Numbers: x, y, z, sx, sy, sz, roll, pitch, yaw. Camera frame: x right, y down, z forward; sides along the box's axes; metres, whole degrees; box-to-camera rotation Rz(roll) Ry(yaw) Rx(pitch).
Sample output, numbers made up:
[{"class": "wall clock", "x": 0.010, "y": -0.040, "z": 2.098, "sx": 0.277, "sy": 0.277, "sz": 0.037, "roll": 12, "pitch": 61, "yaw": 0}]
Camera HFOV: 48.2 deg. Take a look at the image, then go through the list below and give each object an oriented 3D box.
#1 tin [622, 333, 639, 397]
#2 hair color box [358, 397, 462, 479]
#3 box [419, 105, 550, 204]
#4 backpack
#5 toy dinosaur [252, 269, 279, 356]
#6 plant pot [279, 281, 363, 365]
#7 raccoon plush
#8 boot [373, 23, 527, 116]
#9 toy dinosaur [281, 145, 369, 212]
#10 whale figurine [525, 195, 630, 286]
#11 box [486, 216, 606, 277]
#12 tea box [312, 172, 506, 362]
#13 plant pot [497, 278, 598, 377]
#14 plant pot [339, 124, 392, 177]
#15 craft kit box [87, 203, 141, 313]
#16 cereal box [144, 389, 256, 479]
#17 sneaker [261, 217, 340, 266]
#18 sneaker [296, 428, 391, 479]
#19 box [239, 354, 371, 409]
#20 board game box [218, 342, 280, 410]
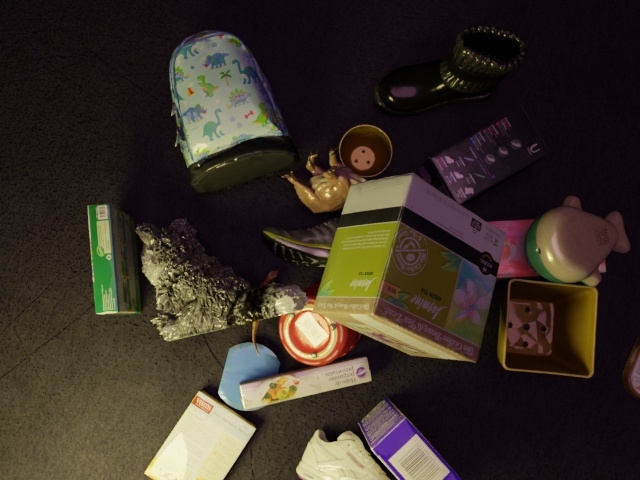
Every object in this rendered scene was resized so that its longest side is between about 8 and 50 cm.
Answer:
[{"class": "tin", "x": 0.845, "y": 0.314, "z": 1.829, "sx": 0.106, "sy": 0.040, "sz": 0.190, "roll": 25, "pitch": 84, "yaw": 5}, {"class": "hair color box", "x": 0.194, "y": 0.480, "z": 1.638, "sx": 0.110, "sy": 0.339, "sz": 0.185, "roll": -42, "pitch": 87, "yaw": -3}, {"class": "box", "x": 0.407, "y": -0.197, "z": 1.804, "sx": 0.270, "sy": 0.165, "sz": 0.143, "roll": -30, "pitch": 85, "yaw": -4}, {"class": "backpack", "x": -0.239, "y": -0.340, "z": 1.779, "sx": 0.290, "sy": 0.273, "sz": 0.356, "roll": -15, "pitch": 72, "yaw": 3}, {"class": "toy dinosaur", "x": -0.155, "y": 0.171, "z": 1.776, "sx": 0.064, "sy": 0.112, "sz": 0.212, "roll": 12, "pitch": 90, "yaw": -5}, {"class": "plant pot", "x": -0.001, "y": 0.203, "z": 1.721, "sx": 0.191, "sy": 0.174, "sz": 0.191, "roll": 3, "pitch": 98, "yaw": 19}, {"class": "raccoon plush", "x": -0.240, "y": 0.060, "z": 1.706, "sx": 0.446, "sy": 0.216, "sz": 0.299, "roll": -15, "pitch": 84, "yaw": 19}, {"class": "boot", "x": 0.312, "y": -0.422, "z": 1.777, "sx": 0.348, "sy": 0.260, "sz": 0.131, "roll": -12, "pitch": 84, "yaw": -3}, {"class": "toy dinosaur", "x": 0.031, "y": -0.114, "z": 1.767, "sx": 0.127, "sy": 0.295, "sz": 0.200, "roll": -53, "pitch": 125, "yaw": -38}, {"class": "whale figurine", "x": 0.595, "y": 0.005, "z": 1.672, "sx": 0.272, "sy": 0.141, "sz": 0.216, "roll": -12, "pitch": 84, "yaw": -28}, {"class": "box", "x": 0.534, "y": 0.024, "z": 1.791, "sx": 0.300, "sy": 0.154, "sz": 0.142, "roll": -3, "pitch": 84, "yaw": -1}, {"class": "tea box", "x": 0.206, "y": 0.070, "z": 1.614, "sx": 0.329, "sy": 0.220, "sz": 0.324, "roll": 26, "pitch": 73, "yaw": -32}, {"class": "plant pot", "x": 0.534, "y": 0.213, "z": 1.753, "sx": 0.212, "sy": 0.187, "sz": 0.212, "roll": 6, "pitch": 84, "yaw": 0}, {"class": "plant pot", "x": 0.111, "y": -0.219, "z": 1.833, "sx": 0.134, "sy": 0.095, "sz": 0.134, "roll": 0, "pitch": 84, "yaw": -2}, {"class": "craft kit box", "x": -0.488, "y": 0.052, "z": 1.712, "sx": 0.061, "sy": 0.246, "sz": 0.250, "roll": -6, "pitch": 84, "yaw": 1}, {"class": "cereal box", "x": -0.293, "y": 0.515, "z": 1.767, "sx": 0.173, "sy": 0.047, "sz": 0.240, "roll": 34, "pitch": 84, "yaw": 2}, {"class": "sneaker", "x": 0.000, "y": 0.000, "z": 1.815, "sx": 0.300, "sy": 0.111, "sz": 0.121, "roll": 12, "pitch": 66, "yaw": -1}, {"class": "sneaker", "x": 0.088, "y": 0.542, "z": 1.702, "sx": 0.305, "sy": 0.114, "sz": 0.152, "roll": 13, "pitch": 74, "yaw": 28}, {"class": "box", "x": -0.039, "y": 0.349, "z": 1.767, "sx": 0.324, "sy": 0.067, "sz": 0.063, "roll": -11, "pitch": 88, "yaw": -9}, {"class": "board game box", "x": -0.179, "y": 0.340, "z": 1.798, "sx": 0.133, "sy": 0.033, "sz": 0.169, "roll": 15, "pitch": 85, "yaw": -7}]
